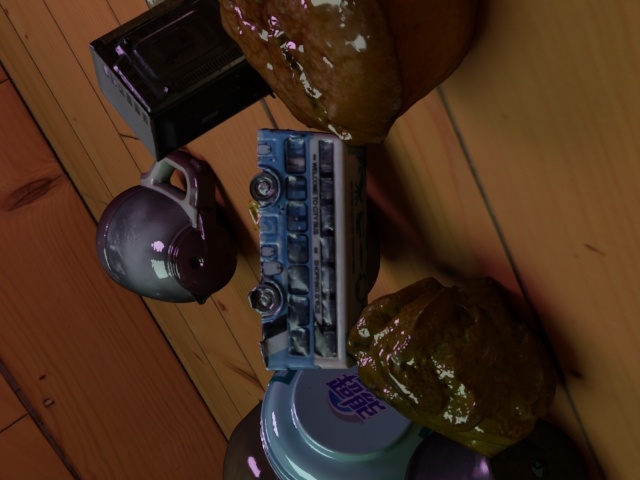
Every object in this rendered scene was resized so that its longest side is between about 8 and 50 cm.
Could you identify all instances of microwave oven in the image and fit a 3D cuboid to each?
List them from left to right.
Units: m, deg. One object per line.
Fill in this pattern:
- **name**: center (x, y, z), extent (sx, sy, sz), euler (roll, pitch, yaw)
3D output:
- **microwave oven**: center (-0.175, -0.232, 1.299), extent (0.163, 0.205, 0.129), euler (48, 161, 18)

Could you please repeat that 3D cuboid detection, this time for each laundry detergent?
- **laundry detergent**: center (0.060, 0.304, 1.494), extent (0.287, 0.287, 0.305), euler (45, 160, 30)

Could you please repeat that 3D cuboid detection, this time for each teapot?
- **teapot**: center (-0.285, -0.025, 1.968), extent (0.312, 0.233, 0.315), euler (14, 108, 54)

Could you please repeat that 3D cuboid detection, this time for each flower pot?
- **flower pot**: center (0.239, 0.312, 1.233), extent (0.235, 0.235, 0.148), euler (51, 142, 15)

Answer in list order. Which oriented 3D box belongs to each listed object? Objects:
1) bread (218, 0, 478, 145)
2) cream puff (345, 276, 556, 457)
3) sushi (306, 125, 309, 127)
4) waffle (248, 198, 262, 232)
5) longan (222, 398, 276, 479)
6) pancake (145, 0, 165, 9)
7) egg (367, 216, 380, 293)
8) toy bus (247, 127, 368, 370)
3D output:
- **bread**: center (0.010, -0.235, 0.905), extent (0.312, 0.172, 0.312), euler (52, 165, 20)
- **cream puff**: center (0.150, 0.144, 1.140), extent (0.244, 0.196, 0.244), euler (49, 162, 22)
- **sushi**: center (0.015, -0.170, 1.165), extent (0.083, 0.056, 0.085), euler (35, 154, 47)
- **waffle**: center (-0.055, -0.013, 1.609), extent (0.160, 0.055, 0.211), euler (57, 163, -6)
- **longan**: center (-0.004, 0.452, 1.881), extent (0.361, 0.361, 0.361), euler (47, 160, 23)
- **pancake**: center (-0.226, -0.363, 1.481), extent (0.212, 0.029, 0.235), euler (53, 162, 7)
- **egg**: center (0.000, 0.000, 1.348), extent (0.199, 0.146, 0.146), euler (63, 162, 5)
- **toy bus**: center (-0.012, 0.010, 1.220), extent (0.106, 0.130, 0.297), euler (-14, -75, -69)
